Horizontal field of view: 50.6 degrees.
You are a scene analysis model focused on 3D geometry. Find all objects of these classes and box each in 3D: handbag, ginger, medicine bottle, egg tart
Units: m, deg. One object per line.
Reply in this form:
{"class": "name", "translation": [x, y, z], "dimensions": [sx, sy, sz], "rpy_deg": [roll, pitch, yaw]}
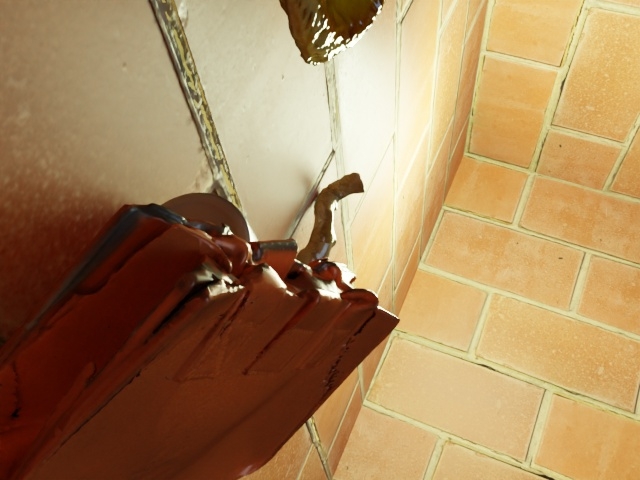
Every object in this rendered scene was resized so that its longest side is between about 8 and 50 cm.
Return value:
{"class": "handbag", "translation": [-0.110, 0.124, 0.651], "dimensions": [0.303, 0.116, 0.410], "rpy_deg": [-48, 156, 11]}
{"class": "ginger", "translation": [0.000, 0.000, 1.260], "dimensions": [0.089, 0.075, 0.288], "rpy_deg": [41, 72, -49]}
{"class": "medicine bottle", "translation": [-0.111, 0.073, 0.850], "dimensions": [0.341, 0.130, 0.130], "rpy_deg": [71, 40, -64]}
{"class": "egg tart", "translation": [0.004, -0.357, 0.770], "dimensions": [0.319, 0.128, 0.319], "rpy_deg": [-58, 161, -34]}
